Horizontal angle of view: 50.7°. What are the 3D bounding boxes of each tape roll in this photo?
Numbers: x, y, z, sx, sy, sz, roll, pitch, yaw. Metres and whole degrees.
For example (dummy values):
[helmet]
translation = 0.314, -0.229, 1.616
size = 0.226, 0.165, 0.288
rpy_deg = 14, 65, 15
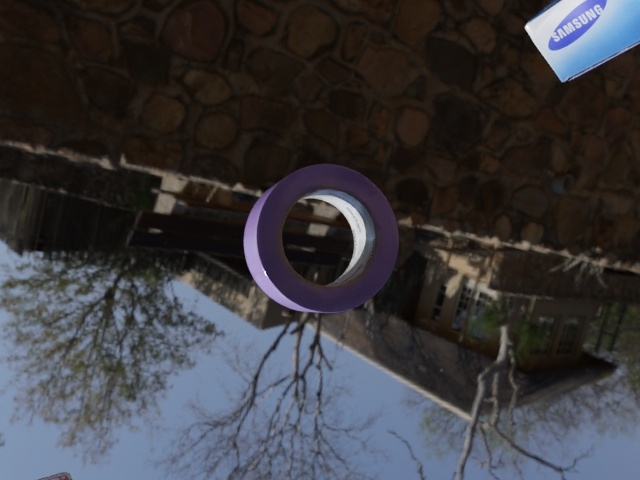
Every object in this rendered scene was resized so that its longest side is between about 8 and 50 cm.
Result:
[tape roll]
translation = 0.000, 0.000, 0.879
size = 0.189, 0.188, 0.080
rpy_deg = 12, 172, -16

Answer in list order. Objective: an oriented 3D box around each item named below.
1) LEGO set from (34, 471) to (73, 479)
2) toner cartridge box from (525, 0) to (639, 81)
[LEGO set]
translation = -0.242, 0.281, 0.556
size = 0.245, 0.182, 0.060
rpy_deg = -15, -147, -8
[toner cartridge box]
translation = 0.346, -0.264, 0.558
size = 0.075, 0.165, 0.348
rpy_deg = 53, 155, -6
